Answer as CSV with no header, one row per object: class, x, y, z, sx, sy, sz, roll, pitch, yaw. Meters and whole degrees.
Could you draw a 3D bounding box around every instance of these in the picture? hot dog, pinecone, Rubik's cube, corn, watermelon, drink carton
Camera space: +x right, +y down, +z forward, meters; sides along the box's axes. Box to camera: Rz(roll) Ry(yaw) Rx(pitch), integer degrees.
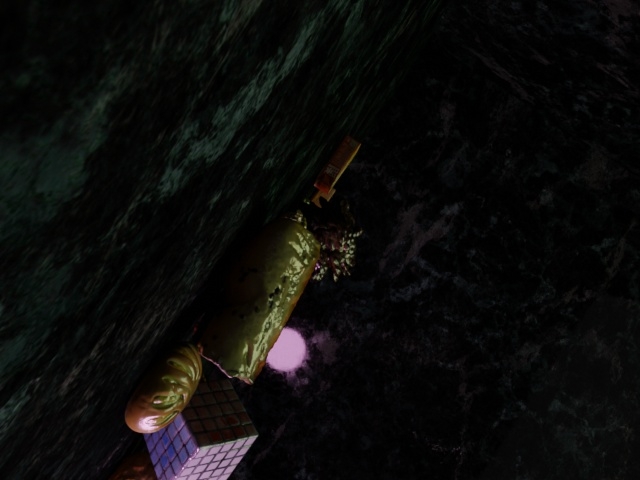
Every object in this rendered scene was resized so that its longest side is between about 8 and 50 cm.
hot dog,-0.145,0.116,1.198,0.366,0.196,0.367,-57,-173,-14
pinecone,-0.004,0.002,1.764,0.242,0.295,0.299,123,-38,-69
Rubik's cube,-0.378,0.603,1.618,0.238,0.237,0.237,9,122,-45
corn,-0.122,0.010,1.569,0.262,0.097,0.097,-56,180,30
watermelon,-0.081,-0.068,1.866,0.182,0.075,0.092,-55,176,2
drink carton,0.065,-0.296,2.025,0.223,0.071,0.096,-56,180,-13

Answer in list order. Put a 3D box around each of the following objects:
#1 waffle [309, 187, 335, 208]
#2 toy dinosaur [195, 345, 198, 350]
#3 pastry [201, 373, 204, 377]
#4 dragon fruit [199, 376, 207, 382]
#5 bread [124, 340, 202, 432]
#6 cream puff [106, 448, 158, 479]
waffle,-0.072,-0.077,2.345,0.304,0.077,0.348,-56,179,-20
toy dinosaur,-0.289,0.249,1.502,0.259,0.094,0.153,-48,175,-29
pastry,-0.491,0.544,2.000,0.109,0.057,0.097,-55,180,-34
dragon fruit,-0.442,0.521,1.783,0.133,0.150,0.208,-28,-172,2
bread,-0.320,0.310,1.100,0.213,0.104,0.213,-59,178,-3
cream puff,-0.582,0.833,1.613,0.327,0.231,0.343,-53,-179,28
